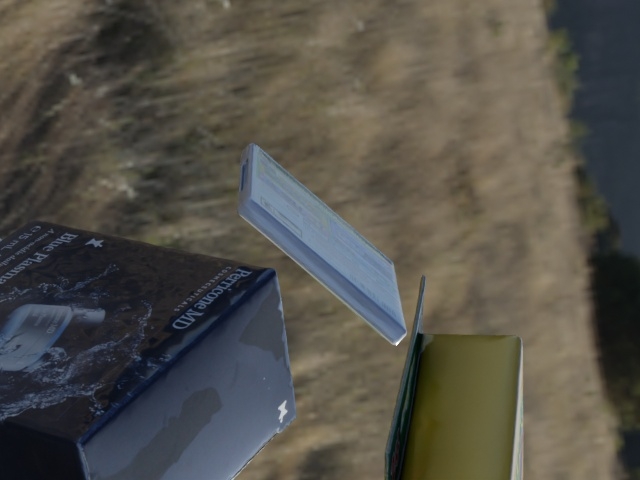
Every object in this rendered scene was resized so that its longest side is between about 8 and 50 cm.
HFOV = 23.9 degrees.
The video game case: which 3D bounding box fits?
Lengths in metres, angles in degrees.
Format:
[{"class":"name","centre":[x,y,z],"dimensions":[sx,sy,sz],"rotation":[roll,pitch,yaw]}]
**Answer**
[{"class":"video game case","centre":[0.000,0.000,1.557],"dimensions":[0.212,0.023,0.193],"rotation":[40,14,-15]}]

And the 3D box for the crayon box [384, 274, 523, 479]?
[{"class":"crayon box","centre":[0.099,0.209,1.063],"dimensions":[0.202,0.081,0.318],"rotation":[-74,162,-55]}]

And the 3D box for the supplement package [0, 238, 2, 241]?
[{"class":"supplement package","centre":[-0.273,0.038,0.996],"dimensions":[0.179,0.105,0.105],"rotation":[47,38,-43]}]

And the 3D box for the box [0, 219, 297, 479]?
[{"class":"box","centre":[-0.120,0.073,0.723],"dimensions":[0.156,0.158,0.093],"rotation":[-42,135,-47]}]
